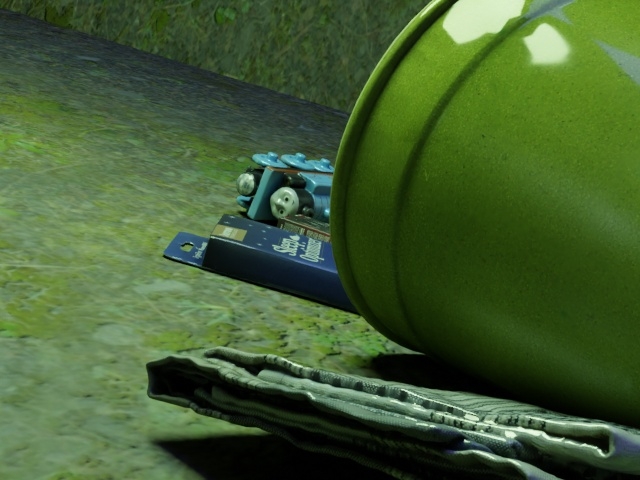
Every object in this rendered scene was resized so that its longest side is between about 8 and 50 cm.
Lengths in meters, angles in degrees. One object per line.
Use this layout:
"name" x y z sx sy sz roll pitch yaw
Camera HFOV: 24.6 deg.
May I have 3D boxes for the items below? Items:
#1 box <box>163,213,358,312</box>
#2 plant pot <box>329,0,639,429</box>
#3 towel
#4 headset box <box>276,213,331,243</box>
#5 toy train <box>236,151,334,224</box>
"box" -0.032 0.019 1.408 0.225 0.036 0.136 15 10 -1
"plant pot" 0.253 0.005 1.104 0.366 0.366 0.353 8 20 -38
"towel" 0.106 0.112 0.876 0.324 0.056 0.312 12 -1 -44
"headset box" 0.000 0.000 1.563 0.083 0.032 0.062 18 10 19
"toy train" -0.014 -0.050 1.692 0.105 0.080 0.184 31 17 35
